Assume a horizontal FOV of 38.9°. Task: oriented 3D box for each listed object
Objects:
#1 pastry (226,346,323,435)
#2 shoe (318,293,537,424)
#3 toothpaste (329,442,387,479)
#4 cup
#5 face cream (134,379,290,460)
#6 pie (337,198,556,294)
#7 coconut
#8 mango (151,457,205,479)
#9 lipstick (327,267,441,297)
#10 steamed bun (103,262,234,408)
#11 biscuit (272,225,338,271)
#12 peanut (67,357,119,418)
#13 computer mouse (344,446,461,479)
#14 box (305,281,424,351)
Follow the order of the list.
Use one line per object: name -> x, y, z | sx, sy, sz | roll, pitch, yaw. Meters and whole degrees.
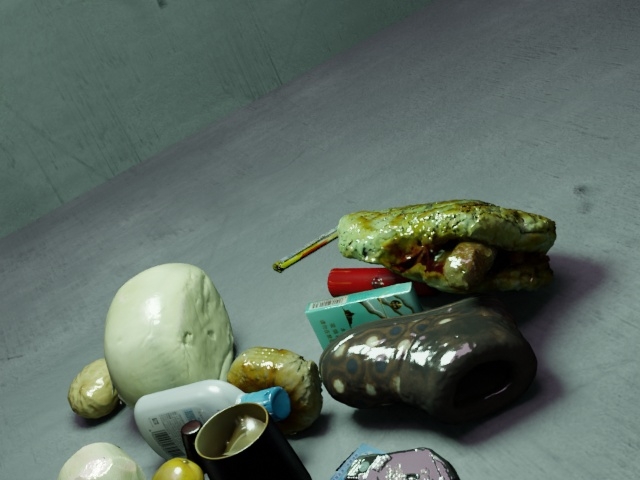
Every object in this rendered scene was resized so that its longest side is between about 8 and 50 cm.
pastry -> -0.090, 0.297, 1.768 | 0.192, 0.182, 0.093 | 2, 32, 23
shoe -> 0.192, 0.238, 1.643 | 0.383, 0.171, 0.237 | -15, 22, 1
toothpaste -> 0.017, 0.457, 1.521 | 0.066, 0.053, 0.272 | 11, 42, 44
cup -> -0.156, 0.408, 1.612 | 0.239, 0.177, 0.166 | -16, 28, 17
face cream -> -0.204, 0.340, 1.741 | 0.336, 0.163, 0.080 | -19, 22, 33
pie -> 0.262, -0.003, 1.870 | 0.395, 0.181, 0.418 | 0, 10, -40
coconut -> -0.412, 0.479, 1.714 | 0.171, 0.171, 0.183 | -33, 25, -17
mango -> -0.259, 0.470, 1.587 | 0.091, 0.195, 0.130 | 3, 18, -28
lipstick -> 0.141, 0.095, 2.064 | 0.279, 0.073, 0.073 | -3, 33, 36
steamed bun -> -0.349, 0.215, 1.989 | 0.232, 0.312, 0.334 | -13, 21, 17
biscuit -> 0.000, 0.000, 2.407 | 0.292, 0.026, 0.048 | -31, 23, -14
peanut -> -0.518, 0.344, 2.106 | 0.141, 0.109, 0.159 | -53, 15, 5
computer mouse -> 0.138, 0.399, 1.494 | 0.192, 0.062, 0.106 | -3, 50, 16
box -> 0.103, 0.177, 1.839 | 0.229, 0.162, 0.041 | -13, 29, 22
